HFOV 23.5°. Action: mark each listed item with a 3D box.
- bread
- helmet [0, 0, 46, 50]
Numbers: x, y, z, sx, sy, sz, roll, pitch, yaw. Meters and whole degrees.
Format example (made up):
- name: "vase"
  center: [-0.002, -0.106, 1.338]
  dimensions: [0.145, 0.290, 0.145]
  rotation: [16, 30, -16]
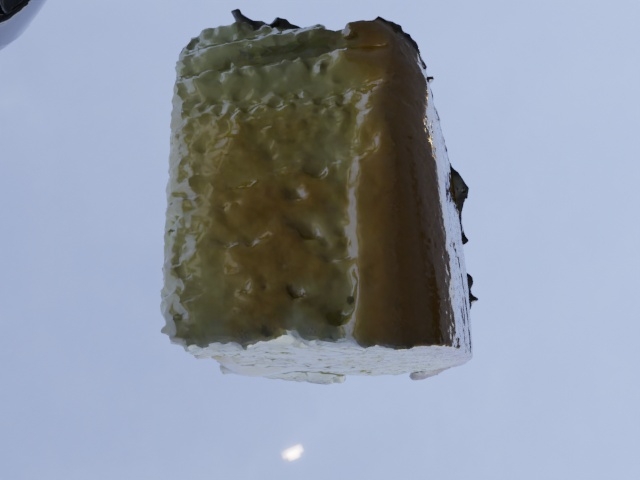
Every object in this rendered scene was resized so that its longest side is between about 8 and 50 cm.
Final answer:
- name: "bread"
  center: [0.000, 0.000, 0.716]
  dimensions: [0.160, 0.140, 0.169]
  rotation: [70, -161, -64]
- name: "helmet"
  center: [-0.343, -0.262, 1.424]
  dimensions: [0.189, 0.193, 0.216]
  rotation: [32, -136, -16]
